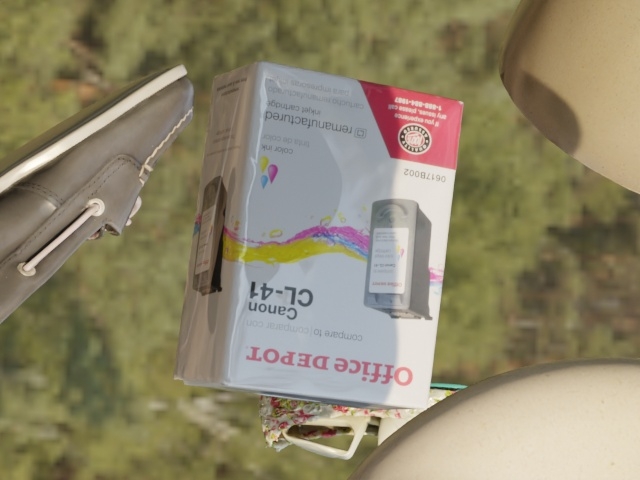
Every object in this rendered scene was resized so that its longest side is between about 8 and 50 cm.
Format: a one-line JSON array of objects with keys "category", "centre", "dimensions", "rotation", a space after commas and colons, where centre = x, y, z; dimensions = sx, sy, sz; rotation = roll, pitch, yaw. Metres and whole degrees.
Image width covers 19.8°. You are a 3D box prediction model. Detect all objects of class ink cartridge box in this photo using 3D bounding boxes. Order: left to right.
[{"category": "ink cartridge box", "centre": [0.000, 0.000, 1.758], "dimensions": [0.131, 0.226, 0.306], "rotation": [170, -73, -66]}]

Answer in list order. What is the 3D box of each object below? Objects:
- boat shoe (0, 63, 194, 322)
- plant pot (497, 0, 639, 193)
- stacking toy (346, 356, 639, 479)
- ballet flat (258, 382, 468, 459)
[{"category": "boat shoe", "centre": [-0.192, 0.005, 1.150], "dimensions": [0.112, 0.335, 0.095], "rotation": [-14, -70, 55]}, {"category": "plant pot", "centre": [0.285, -0.167, 1.246], "dimensions": [0.284, 0.284, 0.191], "rotation": [-83, -172, -56]}, {"category": "stacking toy", "centre": [0.153, 0.299, 1.085], "dimensions": [0.480, 0.350, 0.351], "rotation": [89, 4, -67]}, {"category": "ballet flat", "centre": [0.048, 0.191, 1.906], "dimensions": [0.091, 0.241, 0.077], "rotation": [55, 39, -58]}]
